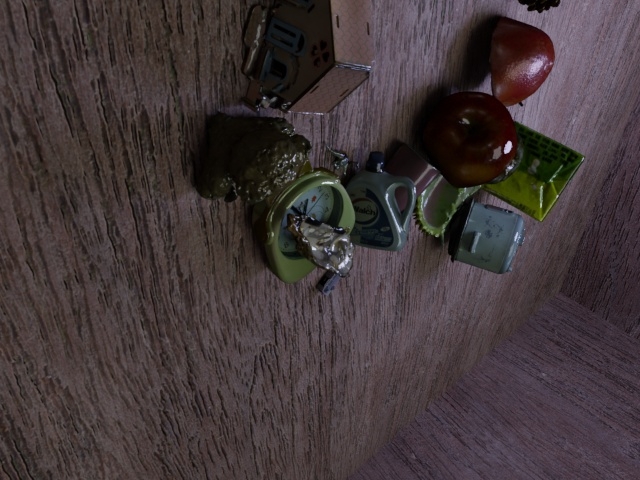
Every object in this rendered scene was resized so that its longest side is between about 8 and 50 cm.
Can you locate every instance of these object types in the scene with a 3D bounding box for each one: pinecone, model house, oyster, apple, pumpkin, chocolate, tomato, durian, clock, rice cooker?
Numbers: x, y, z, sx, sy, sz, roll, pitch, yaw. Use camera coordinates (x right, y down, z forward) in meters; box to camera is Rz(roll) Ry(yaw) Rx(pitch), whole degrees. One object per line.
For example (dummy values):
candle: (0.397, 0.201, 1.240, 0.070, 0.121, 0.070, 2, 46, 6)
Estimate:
pinecone: (0.651, -0.771, 1.745, 0.173, 0.173, 0.173, -30, 140, -29)
model house: (-0.022, -0.386, 1.207, 0.169, 0.244, 0.326, -7, 126, -50)
oyster: (-0.001, 0.003, 1.530, 0.345, 0.078, 0.129, 32, 74, -53)
apple: (0.468, -0.309, 1.820, 0.288, 0.288, 0.317, -50, 161, -4)
pumpkin: (0.646, -0.311, 2.137, 0.223, 0.157, 0.224, -19, 129, -25)
chocolate: (0.808, -0.262, 2.256, 0.289, 0.301, 0.137, -60, 157, 12)
tomato: (0.633, -0.562, 1.807, 0.309, 0.170, 0.309, -14, 106, -63)
durian: (0.434, -0.169, 2.001, 0.355, 0.169, 0.157, -56, 146, -4)
clock: (-0.056, -0.069, 1.561, 0.286, 0.117, 0.348, -41, 143, -16)
rice cooker: (0.629, -0.017, 2.268, 0.316, 0.316, 0.264, -10, 120, -45)

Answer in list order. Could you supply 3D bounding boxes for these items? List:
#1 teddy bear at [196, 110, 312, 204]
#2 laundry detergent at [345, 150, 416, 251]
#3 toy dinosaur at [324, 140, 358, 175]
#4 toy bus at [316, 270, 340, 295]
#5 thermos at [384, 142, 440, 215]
teddy bear: (-0.140, -0.177, 1.247, 0.267, 0.256, 0.156, -47, 141, -10)
laundry detergent: (0.169, -0.119, 1.703, 0.105, 0.215, 0.280, -48, 147, -62)
toy dinosaur: (0.057, -0.221, 1.631, 0.180, 0.037, 0.058, 28, 74, -63)
toy bus: (0.040, 0.119, 1.912, 0.131, 0.037, 0.052, -53, 144, 0)
thermos: (0.241, -0.151, 1.817, 0.176, 0.146, 0.265, 23, 111, -41)
